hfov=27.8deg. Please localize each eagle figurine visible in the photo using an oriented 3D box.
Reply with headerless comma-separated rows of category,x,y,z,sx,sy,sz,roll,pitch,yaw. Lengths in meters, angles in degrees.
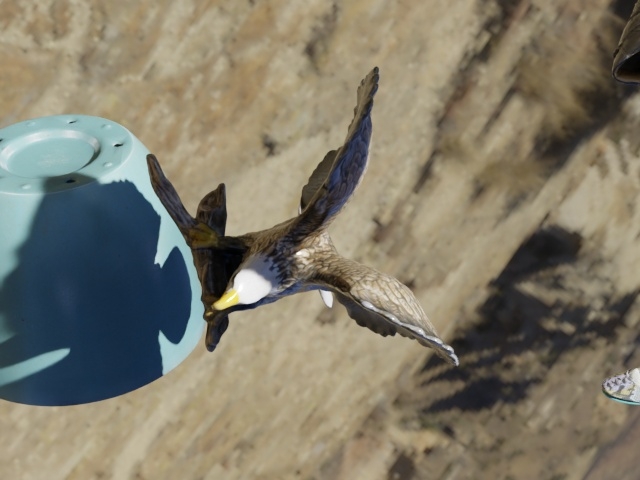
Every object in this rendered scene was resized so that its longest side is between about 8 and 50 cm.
eagle figurine,-0.004,0.007,1.120,0.298,0.226,0.225,-17,-137,40

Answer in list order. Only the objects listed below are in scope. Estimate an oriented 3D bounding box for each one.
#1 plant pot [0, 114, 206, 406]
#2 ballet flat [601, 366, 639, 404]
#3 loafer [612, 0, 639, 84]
plant pot,-0.283,0.001,1.442,0.293,0.293,0.235,-41,138,-45
ballet flat,0.314,0.131,1.191,0.041,0.114,0.041,-170,-90,-73
loafer,0.249,-0.114,0.755,0.170,0.062,0.061,2,-132,51
